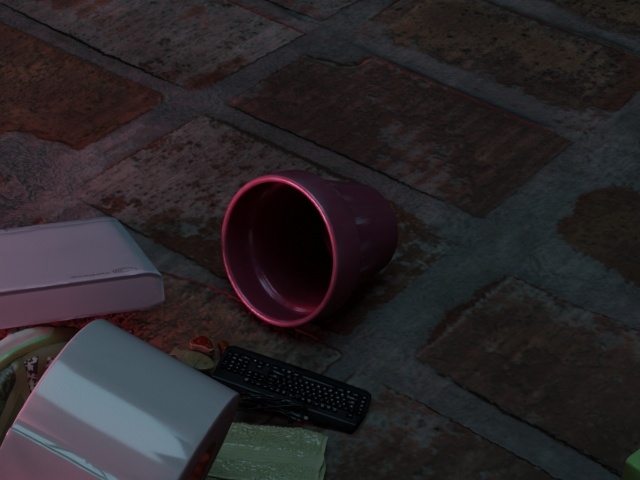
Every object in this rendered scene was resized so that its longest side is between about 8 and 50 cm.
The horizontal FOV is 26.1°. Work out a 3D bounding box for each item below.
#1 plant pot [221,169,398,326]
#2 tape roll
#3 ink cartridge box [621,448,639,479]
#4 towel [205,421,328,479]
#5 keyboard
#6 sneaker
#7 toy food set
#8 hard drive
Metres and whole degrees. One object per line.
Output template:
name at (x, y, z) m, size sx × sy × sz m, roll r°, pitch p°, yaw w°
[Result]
plant pot at (0.000, 0.000, 1.827) m, size 0.201 × 0.201 × 0.180 m, roll 31°, pitch 28°, yaw 31°
tape roll at (-0.212, 0.225, 1.417) m, size 0.169 × 0.246 × 0.246 m, roll 28°, pitch 40°, yaw 5°
ink cartridge box at (0.518, 0.325, 1.480) m, size 0.207 × 0.119 × 0.353 m, roll -26°, pitch 45°, yaw -35°
towel at (-0.067, 0.254, 1.600) m, size 0.148 × 0.027 × 0.110 m, roll 5°, pitch 36°, yaw 2°
keyboard at (-0.035, 0.179, 1.672) m, size 0.192 × 0.038 × 0.100 m, roll 17°, pitch 41°, yaw 5°
sneaker at (-0.385, 0.244, 1.536) m, size 0.182 × 0.158 × 0.410 m, roll 50°, pitch 48°, yaw 6°
toy food set at (-0.121, 0.154, 1.734) m, size 0.122 × 0.019 × 0.078 m, roll 24°, pitch 41°, yaw 24°
hard drive at (-0.343, 0.035, 1.736) m, size 0.233 × 0.047 × 0.353 m, roll -8°, pitch 14°, yaw -15°
